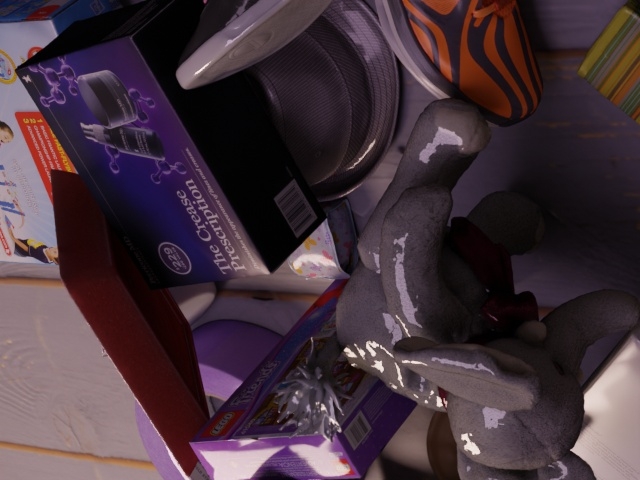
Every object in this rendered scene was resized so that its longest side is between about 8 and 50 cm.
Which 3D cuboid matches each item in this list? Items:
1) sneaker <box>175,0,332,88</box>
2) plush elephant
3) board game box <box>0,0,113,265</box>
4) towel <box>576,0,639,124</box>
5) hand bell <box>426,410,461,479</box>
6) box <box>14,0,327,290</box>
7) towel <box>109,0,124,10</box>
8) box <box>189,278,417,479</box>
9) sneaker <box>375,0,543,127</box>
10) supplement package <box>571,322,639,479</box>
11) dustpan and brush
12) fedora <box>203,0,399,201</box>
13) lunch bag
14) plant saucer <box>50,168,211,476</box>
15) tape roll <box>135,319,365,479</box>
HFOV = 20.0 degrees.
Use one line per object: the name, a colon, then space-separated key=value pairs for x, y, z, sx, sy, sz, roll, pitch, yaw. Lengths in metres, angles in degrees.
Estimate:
sneaker: x=-0.052 y=-0.260 z=1.538 sx=0.296 sy=0.104 sz=0.147 roll=-43 pitch=77 yaw=35
plush elephant: x=0.147 y=0.085 z=1.558 sx=0.255 sy=0.330 sz=0.272 roll=30 pitch=164 yaw=29
board game box: x=-0.319 y=-0.121 z=1.984 sx=0.302 sy=0.086 sz=0.308 roll=3 pitch=124 yaw=37
towel: x=0.333 y=-0.103 z=1.558 sx=0.237 sy=0.021 sz=0.102 roll=40 pitch=145 yaw=6
hand bell: x=0.183 y=0.215 z=1.765 sx=0.126 sy=0.126 sz=0.242 roll=50 pitch=177 yaw=-5
box: x=-0.141 y=-0.091 z=1.712 sx=0.184 sy=0.103 sz=0.261 roll=-7 pitch=120 yaw=48
towel: x=-0.281 y=-0.221 z=1.967 sx=0.209 sy=0.034 sz=0.285 roll=-15 pitch=112 yaw=45
box: x=0.030 y=0.124 z=1.783 sx=0.201 sy=0.293 sz=0.057 roll=-9 pitch=118 yaw=44
sneaker: x=0.128 y=-0.250 z=1.528 sx=0.180 sy=0.124 sz=0.321 roll=-20 pitch=108 yaw=48
supplement package: x=0.345 y=0.159 z=1.658 sx=0.194 sy=0.149 sz=0.203 roll=39 pitch=139 yaw=8
dustpan and brush: x=-0.151 y=0.042 z=2.018 sx=0.211 sy=0.147 sz=0.060 roll=-39 pitch=75 yaw=29
fedora: x=-0.056 y=-0.131 z=1.779 sx=0.243 sy=0.124 sz=0.275 roll=39 pitch=139 yaw=7
lunch bag: x=0.000 y=0.000 z=1.895 sx=0.071 sy=0.053 sz=0.083 roll=0 pitch=113 yaw=37
plant saucer: x=-0.185 y=0.070 z=1.821 sx=0.047 sy=0.258 sz=0.259 roll=-26 pitch=118 yaw=3
tape roll: x=-0.083 y=0.230 z=2.122 sx=0.274 sy=0.090 sz=0.275 roll=22 pitch=133 yaw=26
